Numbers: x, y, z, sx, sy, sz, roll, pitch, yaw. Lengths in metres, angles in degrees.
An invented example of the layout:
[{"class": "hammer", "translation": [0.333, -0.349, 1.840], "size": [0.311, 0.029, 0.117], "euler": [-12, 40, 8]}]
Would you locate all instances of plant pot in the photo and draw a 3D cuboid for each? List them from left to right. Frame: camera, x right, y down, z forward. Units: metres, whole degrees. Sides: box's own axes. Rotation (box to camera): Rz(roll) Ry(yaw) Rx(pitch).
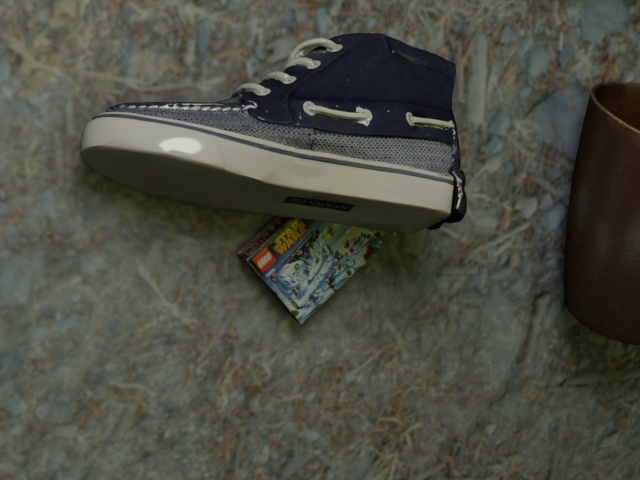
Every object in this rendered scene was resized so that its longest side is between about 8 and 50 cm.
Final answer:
[{"class": "plant pot", "translation": [0.343, -0.015, 1.139], "size": [0.215, 0.215, 0.230], "euler": [2, 118, -28]}]

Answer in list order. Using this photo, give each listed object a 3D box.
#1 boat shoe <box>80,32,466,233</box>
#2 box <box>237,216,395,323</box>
[{"class": "boat shoe", "translation": [-0.032, -0.109, 0.968], "size": [0.341, 0.127, 0.158], "euler": [10, 74, -20]}, {"class": "box", "translation": [0.000, 0.000, 1.053], "size": [0.137, 0.027, 0.094], "euler": [-43, 120, -10]}]
